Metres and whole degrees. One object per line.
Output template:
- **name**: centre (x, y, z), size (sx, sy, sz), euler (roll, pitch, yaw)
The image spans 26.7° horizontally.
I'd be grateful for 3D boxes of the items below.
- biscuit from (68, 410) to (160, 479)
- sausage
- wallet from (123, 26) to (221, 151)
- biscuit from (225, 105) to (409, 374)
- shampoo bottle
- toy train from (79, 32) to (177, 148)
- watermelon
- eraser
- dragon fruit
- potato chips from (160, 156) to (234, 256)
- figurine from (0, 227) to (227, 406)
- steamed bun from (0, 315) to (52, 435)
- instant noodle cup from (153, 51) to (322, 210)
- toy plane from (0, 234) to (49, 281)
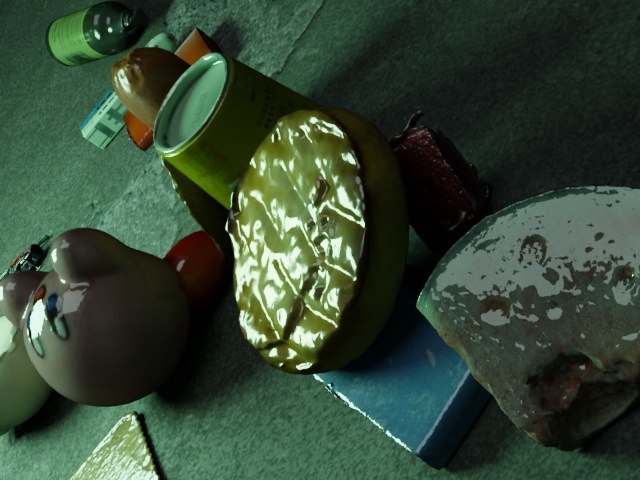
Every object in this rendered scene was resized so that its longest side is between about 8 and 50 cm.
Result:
- **biscuit**: centre (-0.294, 0.361, 1.766), size (0.237, 0.013, 0.232), euler (-51, 31, 9)
- **sausage**: centre (-0.180, -0.177, 1.880), size (0.114, 0.259, 0.113), euler (-31, 38, 28)
- **wallet**: centre (-0.245, -0.250, 2.239), size (0.204, 0.045, 0.142), euler (-48, 30, 10)
- **biscuit**: centre (0.000, 0.000, 1.480), size (0.296, 0.102, 0.296), euler (-15, 73, 57)
- **shampoo bottle**: centre (-0.417, -0.397, 2.556), size (0.284, 0.101, 0.101), euler (-4, 58, 52)
- **toy train**: centre (-0.330, -0.266, 2.364), size (0.234, 0.052, 0.051), euler (-47, 35, 13)
- **watermelon**: centre (0.254, 0.076, 1.213), size (0.318, 0.148, 0.226), euler (-7, 72, 35)
- **eraser**: centre (0.075, 0.122, 1.457), size (0.144, 0.043, 0.312), euler (-57, 31, -1)
- **dragon fruit**: centre (0.131, -0.063, 1.508), size (0.102, 0.096, 0.147), euler (-41, 77, 30)
- **potato chips**: centre (-0.142, -0.073, 1.797), size (0.049, 0.201, 0.150), euler (-15, 18, 24)
- **figurine**: centre (-0.270, 0.114, 1.799), size (0.270, 0.261, 0.211), euler (-31, 66, 33)
- **steamed bun**: centre (-0.486, 0.213, 2.052), size (0.228, 0.131, 0.177), euler (-23, 34, 43)
- **instant noodle cup**: centre (-0.076, -0.114, 1.701), size (0.216, 0.236, 0.215), euler (-34, 40, 34)
- **toy plane**: centre (-0.527, 0.049, 2.352), size (0.145, 0.037, 0.060), euler (-46, 28, 13)
